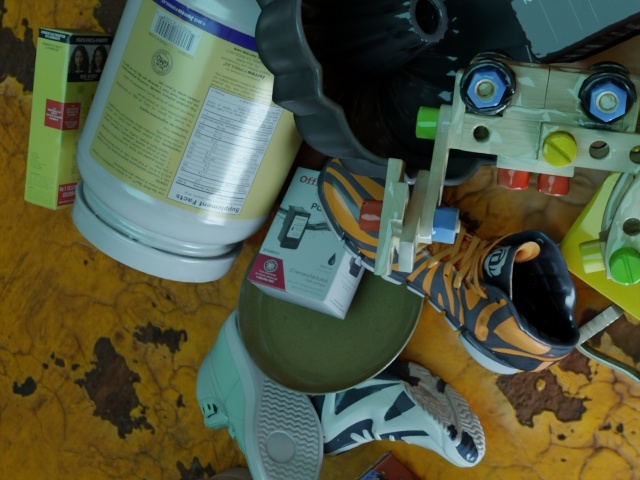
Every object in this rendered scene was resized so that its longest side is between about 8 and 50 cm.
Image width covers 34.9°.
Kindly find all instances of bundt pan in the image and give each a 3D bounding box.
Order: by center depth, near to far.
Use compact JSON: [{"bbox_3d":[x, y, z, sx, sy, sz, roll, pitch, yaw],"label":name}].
[{"bbox_3d":[0.066,-0.212,1.011,0.124,0.330,0.331,-3,98,51],"label":"bundt pan"}]

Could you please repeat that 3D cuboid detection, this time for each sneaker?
[{"bbox_3d":[0.145,0.004,1.045,0.321,0.180,0.125,39,71,-2],"label":"sneaker"},{"bbox_3d":[0.072,0.219,1.199,0.235,0.094,0.153,35,115,18],"label":"sneaker"},{"bbox_3d":[-0.080,0.224,1.232,0.151,0.094,0.256,-54,43,44],"label":"sneaker"}]

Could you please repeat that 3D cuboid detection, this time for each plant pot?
[{"bbox_3d":[0.014,0.068,1.184,0.236,0.032,0.236,-11,63,22],"label":"plant pot"}]

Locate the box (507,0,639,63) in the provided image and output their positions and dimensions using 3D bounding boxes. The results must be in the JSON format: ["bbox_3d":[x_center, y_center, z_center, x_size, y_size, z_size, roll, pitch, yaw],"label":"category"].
[{"bbox_3d":[0.280,-0.282,0.954,0.203,0.167,0.169,-24,88,29],"label":"box"}]

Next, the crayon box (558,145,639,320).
[{"bbox_3d":[0.458,-0.009,0.947,0.363,0.106,0.313,38,115,18],"label":"crayon box"}]

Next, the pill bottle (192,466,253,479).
[{"bbox_3d":[-0.162,0.388,1.247,0.162,0.278,0.162,6,102,27],"label":"pill bottle"}]

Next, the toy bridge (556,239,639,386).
[{"bbox_3d":[0.297,0.091,1.095,0.063,0.026,0.188,-42,79,30],"label":"toy bridge"}]

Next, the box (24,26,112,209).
[{"bbox_3d":[-0.335,-0.162,1.349,0.058,0.087,0.232,17,106,24],"label":"box"}]

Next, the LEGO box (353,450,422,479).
[{"bbox_3d":[0.069,0.572,1.208,0.372,0.193,0.500,37,114,17],"label":"LEGO box"}]

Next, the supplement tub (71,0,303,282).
[{"bbox_3d":[-0.135,-0.145,1.157,0.241,0.241,0.331,33,113,19],"label":"supplement tub"}]

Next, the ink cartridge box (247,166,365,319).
[{"bbox_3d":[0.000,0.000,1.164,0.109,0.063,0.151,15,74,30],"label":"ink cartridge box"}]

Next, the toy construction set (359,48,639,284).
[{"bbox_3d":[0.198,-0.050,0.900,0.327,0.151,0.215,3,109,-3],"label":"toy construction set"}]
